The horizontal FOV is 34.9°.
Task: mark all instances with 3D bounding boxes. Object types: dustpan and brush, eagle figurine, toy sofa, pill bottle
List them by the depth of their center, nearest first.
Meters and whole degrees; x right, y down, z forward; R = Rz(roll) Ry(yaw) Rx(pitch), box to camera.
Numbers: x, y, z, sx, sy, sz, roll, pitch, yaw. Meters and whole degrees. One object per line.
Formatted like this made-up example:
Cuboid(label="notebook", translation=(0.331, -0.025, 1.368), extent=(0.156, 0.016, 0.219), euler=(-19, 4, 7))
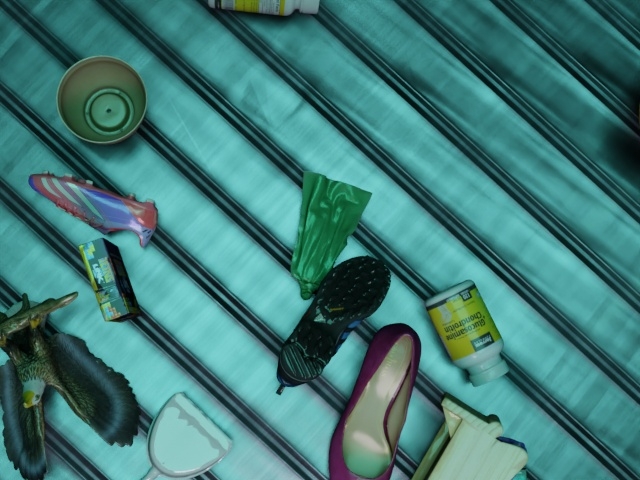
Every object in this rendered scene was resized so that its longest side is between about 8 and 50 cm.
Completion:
Cuboid(label="toy sofa", translation=(0.209, 0.463, 1.798), extent=(0.177, 0.150, 0.362), euler=(30, 90, 9))
Cuboid(label="eagle figurine", translation=(-0.487, 0.257, 1.805), extent=(0.226, 0.225, 0.298), euler=(-4, 120, 34))
Cuboid(label="dustpan and brush", translation=(-0.282, 0.399, 1.853), extent=(0.147, 0.060, 0.211), euler=(44, 76, 3))
Cuboid(label="pill bottle", translation=(0.276, 0.173, 1.887), extent=(0.103, 0.103, 0.184), euler=(-26, 86, -6))
Cuboid(label="pill bottle", translation=(-0.104, -0.488, 1.922), extent=(0.209, 0.119, 0.119), euler=(5, 84, -4))

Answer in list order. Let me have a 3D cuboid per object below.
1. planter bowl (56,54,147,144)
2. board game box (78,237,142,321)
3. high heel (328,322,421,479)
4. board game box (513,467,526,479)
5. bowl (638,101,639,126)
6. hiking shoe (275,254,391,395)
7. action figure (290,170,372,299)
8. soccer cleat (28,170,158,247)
Cuboid(label="planter bowl", translation=(-0.397, -0.248, 1.879), extent=(0.162, 0.109, 0.162), euler=(1, 83, -5))
Cuboid(label="board game box", translation=(-0.372, 0.074, 1.816), extent=(0.048, 0.170, 0.141), euler=(-19, 86, -4))
Cuboid(label="high heel", translation=(0.094, 0.331, 1.817), extent=(0.127, 0.181, 0.377), euler=(10, 83, -3))
Cuboid(label="board game box", translation=(0.286, 0.482, 1.873), extent=(0.186, 0.026, 0.126), euler=(-2, 84, 9))
Cuboid(label="bowl", translation=(0.729, -0.228, 1.937), extent=(0.290, 0.156, 0.289), euler=(0, 83, -4))
Cuboid(label="hiking shoe", translation=(0.012, 0.145, 1.869), extent=(0.113, 0.132, 0.304), euler=(43, 60, 2))
Cuboid(label="action figure", translation=(0.000, 0.000, 1.905), extent=(0.137, 0.063, 0.232), euler=(17, 79, -4))
Cuboid(label="soccer cleat", translation=(-0.423, -0.061, 1.875), extent=(0.248, 0.083, 0.095), euler=(16, 88, -5))
